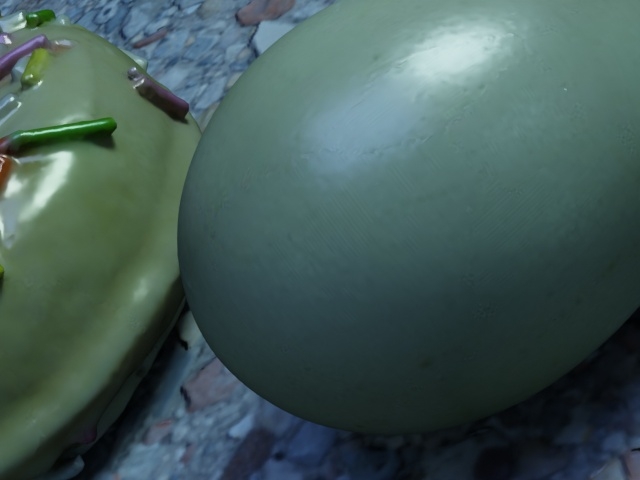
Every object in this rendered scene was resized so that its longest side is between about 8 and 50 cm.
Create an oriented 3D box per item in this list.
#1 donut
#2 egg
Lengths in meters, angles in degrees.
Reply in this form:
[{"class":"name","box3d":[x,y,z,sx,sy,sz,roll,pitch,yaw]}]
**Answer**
[{"class":"donut","box3d":[-0.216,-0.008,0.843,0.307,0.150,0.371,-41,36,-6]},{"class":"egg","box3d":[0.058,-0.024,0.611,0.254,0.188,0.188,-32,37,-2]}]
